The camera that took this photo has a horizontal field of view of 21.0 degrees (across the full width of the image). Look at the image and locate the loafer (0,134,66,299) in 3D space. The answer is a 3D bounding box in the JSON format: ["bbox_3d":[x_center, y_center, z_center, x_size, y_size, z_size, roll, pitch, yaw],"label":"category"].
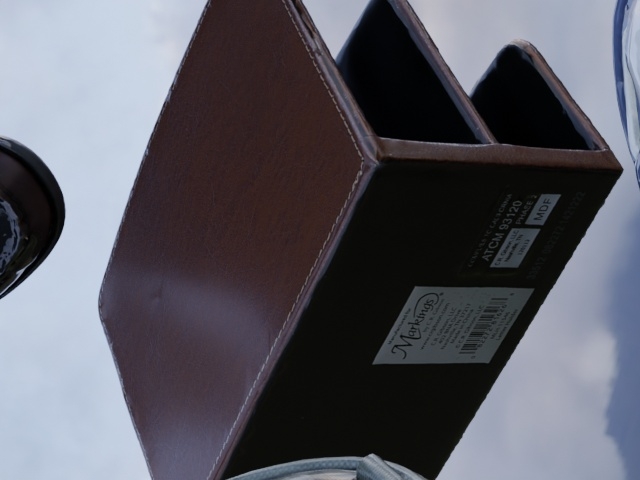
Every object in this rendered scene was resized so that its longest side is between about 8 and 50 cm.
[{"bbox_3d":[-0.275,0.026,0.986,0.109,0.303,0.095,60,-145,-19],"label":"loafer"}]

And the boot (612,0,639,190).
[{"bbox_3d":[0.110,0.023,0.372,0.086,0.069,0.190,-68,-37,-81],"label":"boot"}]

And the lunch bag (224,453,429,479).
[{"bbox_3d":[-0.022,0.236,0.581,0.256,0.212,0.305,-34,-51,-12],"label":"lunch bag"}]

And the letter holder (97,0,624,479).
[{"bbox_3d":[0.000,0.000,0.986,0.152,0.214,0.301,1,-47,-30],"label":"letter holder"}]
